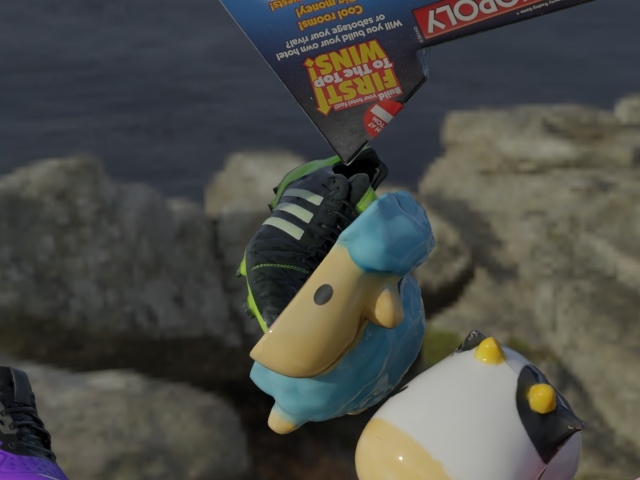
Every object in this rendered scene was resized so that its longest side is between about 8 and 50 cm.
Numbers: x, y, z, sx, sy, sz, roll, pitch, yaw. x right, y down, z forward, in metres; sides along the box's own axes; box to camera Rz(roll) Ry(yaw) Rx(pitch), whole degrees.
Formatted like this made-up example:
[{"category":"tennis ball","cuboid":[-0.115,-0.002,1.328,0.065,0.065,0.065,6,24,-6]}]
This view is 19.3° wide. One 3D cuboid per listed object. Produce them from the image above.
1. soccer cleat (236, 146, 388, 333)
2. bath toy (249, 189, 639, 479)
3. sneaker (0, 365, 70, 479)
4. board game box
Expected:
[{"category":"soccer cleat","cuboid":[0.000,0.000,1.057,0.072,0.060,0.179,-26,25,22]},{"category":"bath toy","cuboid":[0.128,0.132,0.788,0.348,0.129,0.151,42,23,14]},{"category":"sneaker","cuboid":[-0.318,0.196,1.855,0.293,0.146,0.102,12,-17,43]},{"category":"board game box","cuboid":[0.027,-0.138,0.854,0.194,0.194,0.060,-14,33,16]}]
